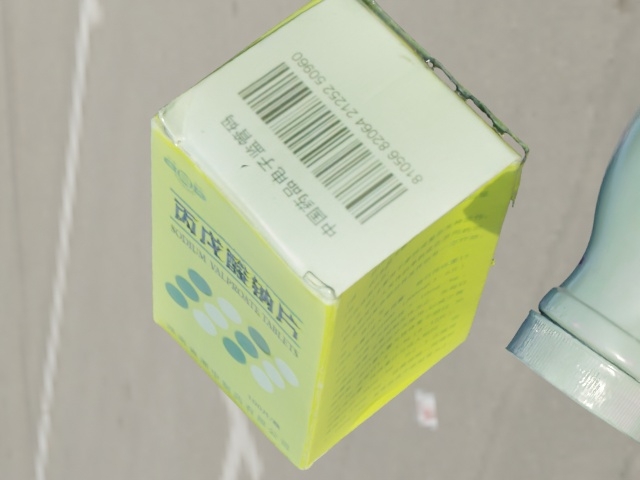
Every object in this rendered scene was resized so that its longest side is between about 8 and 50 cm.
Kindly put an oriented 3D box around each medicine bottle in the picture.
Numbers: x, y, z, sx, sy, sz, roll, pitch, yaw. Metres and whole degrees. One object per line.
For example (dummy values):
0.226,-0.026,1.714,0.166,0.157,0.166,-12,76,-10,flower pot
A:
0.161,-0.026,0.709,0.216,0.090,0.090,-55,26,2,medicine bottle
0.000,0.000,0.968,0.137,0.141,0.250,47,160,18,medicine bottle
